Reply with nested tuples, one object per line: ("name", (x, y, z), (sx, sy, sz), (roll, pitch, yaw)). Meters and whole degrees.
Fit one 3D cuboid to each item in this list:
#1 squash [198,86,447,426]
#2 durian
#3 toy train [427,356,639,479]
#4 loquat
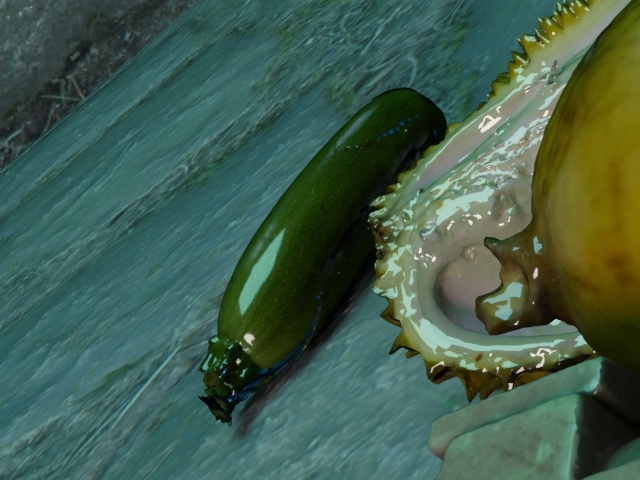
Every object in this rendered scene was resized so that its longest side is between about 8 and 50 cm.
("squash", (-0.001, 0.000, 1.187), (0.087, 0.087, 0.331), (-15, 33, 53))
("durian", (0.138, -0.014, 0.872), (0.250, 0.183, 0.138), (-45, -18, -1))
("toy train", (0.138, 0.123, 0.468), (0.304, 0.150, 0.221), (-28, 36, 40))
("loquat", (0.177, -0.017, 0.656), (0.246, 0.213, 0.213), (-22, 21, 6))
